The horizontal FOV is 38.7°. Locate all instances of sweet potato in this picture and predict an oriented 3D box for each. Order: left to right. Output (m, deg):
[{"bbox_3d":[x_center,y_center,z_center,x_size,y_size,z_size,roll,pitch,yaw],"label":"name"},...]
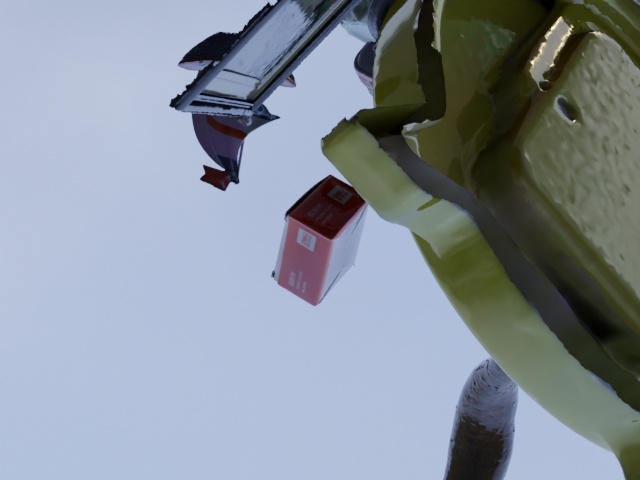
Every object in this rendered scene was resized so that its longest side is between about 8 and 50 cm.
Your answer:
[{"bbox_3d":[0.200,0.226,1.089,0.079,0.346,0.108,10,-158,1],"label":"sweet potato"}]

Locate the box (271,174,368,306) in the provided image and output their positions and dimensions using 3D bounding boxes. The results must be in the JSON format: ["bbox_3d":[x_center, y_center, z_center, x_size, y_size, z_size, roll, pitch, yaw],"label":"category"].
[{"bbox_3d":[0.000,0.000,1.515,0.099,0.182,0.133,31,-128,16],"label":"box"}]

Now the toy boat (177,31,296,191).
[{"bbox_3d":[-0.188,-0.263,1.739,0.219,0.072,0.318,32,-107,-6],"label":"toy boat"}]

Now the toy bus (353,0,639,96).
[{"bbox_3d":[0.259,-0.279,1.090,0.427,0.233,0.203,-46,-142,-6],"label":"toy bus"}]

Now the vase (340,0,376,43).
[{"bbox_3d":[0.151,-0.516,1.566,0.165,0.165,0.360,19,-95,34],"label":"vase"}]

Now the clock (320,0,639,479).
[{"bbox_3d":[0.134,-0.022,0.455,0.071,0.277,0.293,-36,-177,45],"label":"clock"}]

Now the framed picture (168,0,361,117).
[{"bbox_3d":[-0.003,-0.155,0.603,0.199,0.010,0.195,-44,180,10],"label":"framed picture"}]
